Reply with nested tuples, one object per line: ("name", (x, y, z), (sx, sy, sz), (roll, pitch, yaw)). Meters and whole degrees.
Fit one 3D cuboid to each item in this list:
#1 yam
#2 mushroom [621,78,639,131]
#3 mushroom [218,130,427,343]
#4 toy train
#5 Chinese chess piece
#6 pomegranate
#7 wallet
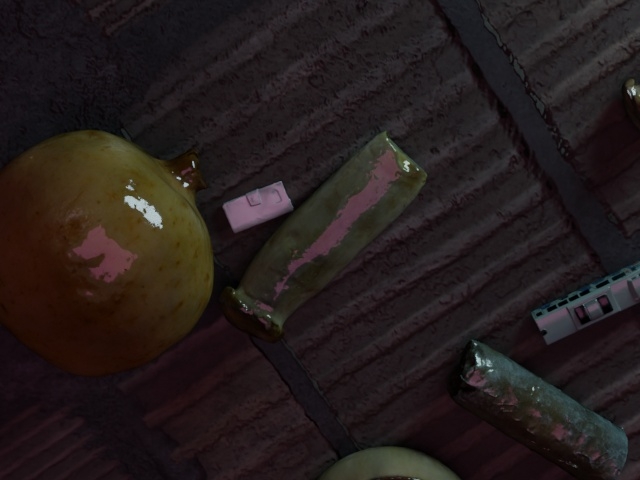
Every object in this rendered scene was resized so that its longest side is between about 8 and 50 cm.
("yam", (0.282, 0.228, 1.518), (0.259, 0.093, 0.093), (32, 102, -9))
("mushroom", (0.455, -0.215, 1.401), (0.097, 0.088, 0.212), (45, 106, -2))
("mushroom", (0.000, 0.000, 1.456), (0.100, 0.081, 0.312), (42, 96, -15))
("toy train", (0.375, 0.069, 1.498), (0.207, 0.047, 0.043), (-27, 106, 7))
("Chinese chess piece", (0.092, 0.402, 1.553), (0.257, 0.104, 0.257), (-1, 105, -2))
("pomegranate", (-0.269, 0.016, 1.359), (0.307, 0.307, 0.307), (0, 105, -1))
("wallet", (-0.079, -0.042, 1.474), (0.083, 0.011, 0.044), (-22, 105, 5))
